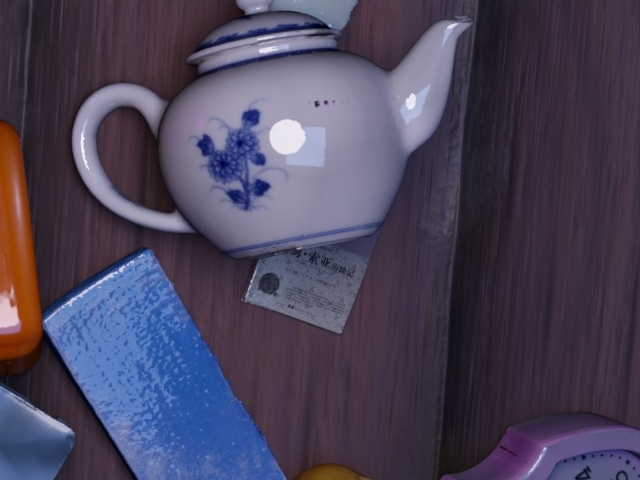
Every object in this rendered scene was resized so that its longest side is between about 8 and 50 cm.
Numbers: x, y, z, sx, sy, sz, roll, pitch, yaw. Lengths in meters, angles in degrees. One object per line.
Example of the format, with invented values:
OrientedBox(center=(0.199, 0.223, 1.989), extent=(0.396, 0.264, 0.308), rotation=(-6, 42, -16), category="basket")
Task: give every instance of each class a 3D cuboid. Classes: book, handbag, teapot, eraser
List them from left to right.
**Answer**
OrientedBox(center=(-0.360, 0.250, 1.767), extent=(0.144, 0.057, 0.221), rotation=(33, 85, -16), category="handbag")
OrientedBox(center=(-0.164, 0.170, 1.839), extent=(0.144, 0.042, 0.312), rotation=(-34, 108, -14), category="eraser")
OrientedBox(center=(-0.044, -0.126, 1.741), extent=(0.424, 0.252, 0.280), rotation=(-12, 89, 11), category="teapot")
OrientedBox(center=(0.000, 0.000, 1.899), extent=(0.127, 0.014, 0.182), rotation=(21, 89, -23), category="book")

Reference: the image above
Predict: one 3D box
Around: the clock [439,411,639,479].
OrientedBox(center=(0.282, 0.367, 2.019), extent=(0.338, 0.102, 0.339), rotation=(-3, 99, -21), category="clock")

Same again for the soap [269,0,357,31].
OrientedBox(center=(-0.001, -0.322, 1.827), extent=(0.114, 0.063, 0.198), rotation=(14, 92, -25), category="soap")

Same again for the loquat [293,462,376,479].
OrientedBox(center=(0.015, 0.309, 1.897), extent=(0.137, 0.113, 0.137), rotation=(-11, 123, -17), category="loquat")

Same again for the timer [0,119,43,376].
OrientedBox(center=(-0.399, 0.010, 1.672), extent=(0.257, 0.161, 0.250), rotation=(-7, 80, -17), category="timer")
